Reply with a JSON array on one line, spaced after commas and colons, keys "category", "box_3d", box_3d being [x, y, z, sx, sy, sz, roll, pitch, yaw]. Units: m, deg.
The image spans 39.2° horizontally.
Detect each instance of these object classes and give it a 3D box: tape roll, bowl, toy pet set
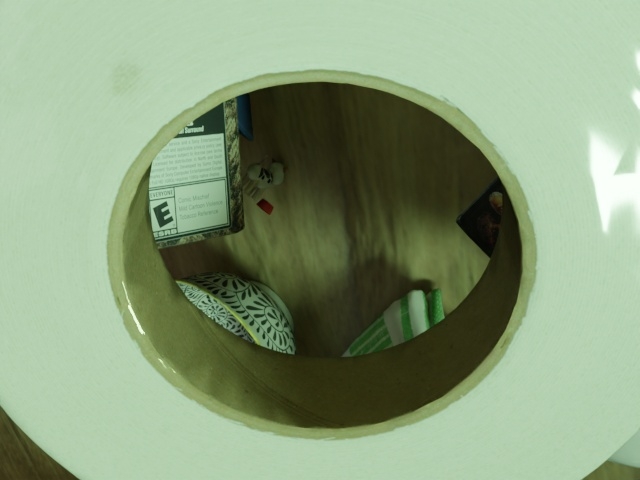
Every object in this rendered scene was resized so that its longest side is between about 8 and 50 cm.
[{"category": "tape roll", "box_3d": [0.000, 0.000, 0.459, 0.391, 0.072, 0.392, 1, 119, 2]}, {"category": "bowl", "box_3d": [-0.077, 0.090, 0.858, 0.170, 0.080, 0.170, 28, 138, 28]}, {"category": "toy pet set", "box_3d": [-0.081, -0.094, 0.747, 0.122, 0.065, 0.114, 36, 176, 23]}]

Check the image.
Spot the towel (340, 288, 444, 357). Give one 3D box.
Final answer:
[{"category": "towel", "box_3d": [0.028, 0.210, 0.767, 0.325, 0.038, 0.248, 130, 141, -53]}]

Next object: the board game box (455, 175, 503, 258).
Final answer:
[{"category": "board game box", "box_3d": [0.201, -0.023, 0.506, 0.165, 0.042, 0.243, 46, 143, 7]}]

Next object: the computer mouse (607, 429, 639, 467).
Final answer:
[{"category": "computer mouse", "box_3d": [0.187, 0.124, 0.643, 0.193, 0.042, 0.106, 3, 121, 45]}]

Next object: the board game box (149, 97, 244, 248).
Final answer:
[{"category": "board game box", "box_3d": [-0.188, -0.135, 0.591, 0.141, 0.232, 0.291, 7, 104, 43]}]
